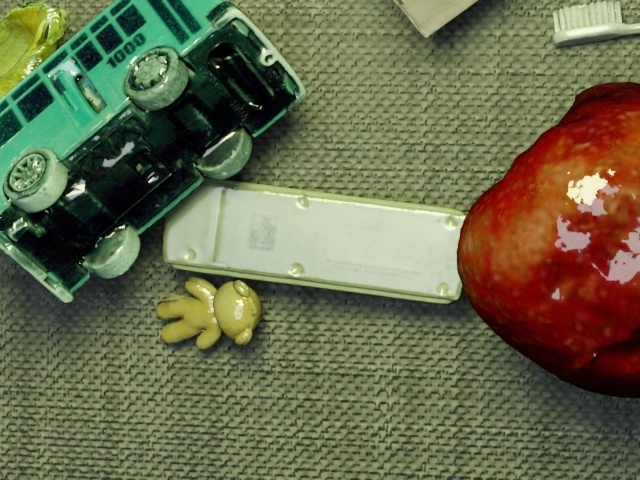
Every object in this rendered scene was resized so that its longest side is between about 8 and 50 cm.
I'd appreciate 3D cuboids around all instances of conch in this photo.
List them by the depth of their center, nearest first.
[{"bbox_3d":[-0.250,-0.140,1.513,0.089,0.074,0.121,23,97,-1],"label":"conch"}]

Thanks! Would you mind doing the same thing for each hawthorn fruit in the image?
[{"bbox_3d":[0.241,0.022,1.364,0.230,0.210,0.266,-44,96,-6],"label":"hawthorn fruit"}]

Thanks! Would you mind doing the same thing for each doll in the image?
[{"bbox_3d":[-0.091,0.058,1.493,0.093,0.051,0.061,-10,94,11],"label":"doll"}]

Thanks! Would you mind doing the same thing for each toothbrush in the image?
[{"bbox_3d":[0.354,-0.189,1.429,0.354,0.024,0.029,-7,79,11],"label":"toothbrush"}]

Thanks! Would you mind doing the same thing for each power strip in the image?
[{"bbox_3d":[0.000,-0.001,1.478,0.272,0.052,0.078,7,90,10],"label":"power strip"}]

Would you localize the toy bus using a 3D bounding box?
[{"bbox_3d":[-0.155,-0.093,1.444,0.256,0.128,0.147,-41,46,2],"label":"toy bus"}]

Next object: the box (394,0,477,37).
[{"bbox_3d":[0.115,-0.271,1.423,0.199,0.081,0.135,-34,57,7],"label":"box"}]
